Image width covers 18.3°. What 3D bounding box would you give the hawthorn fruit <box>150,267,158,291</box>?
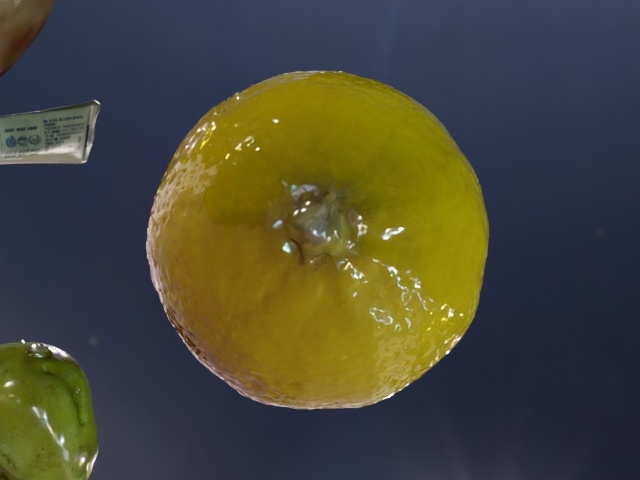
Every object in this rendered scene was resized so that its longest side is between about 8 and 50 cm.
[{"bbox_3d":[-0.058,-0.004,2.174,0.210,0.210,0.262,44,-42,-16],"label":"hawthorn fruit"}]

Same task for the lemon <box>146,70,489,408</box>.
[{"bbox_3d":[0.000,0.000,1.554,0.293,0.293,0.293,39,-10,8],"label":"lemon"}]

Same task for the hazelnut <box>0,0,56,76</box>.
[{"bbox_3d":[-0.342,-0.221,1.290,0.366,0.366,0.366,39,-10,8],"label":"hazelnut"}]

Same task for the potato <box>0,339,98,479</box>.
[{"bbox_3d":[-0.306,0.199,1.967,0.253,0.148,0.186,-23,-90,53],"label":"potato"}]

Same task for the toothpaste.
[{"bbox_3d":[-0.356,-0.113,2.241,0.047,0.268,0.069,-10,-91,44],"label":"toothpaste"}]
